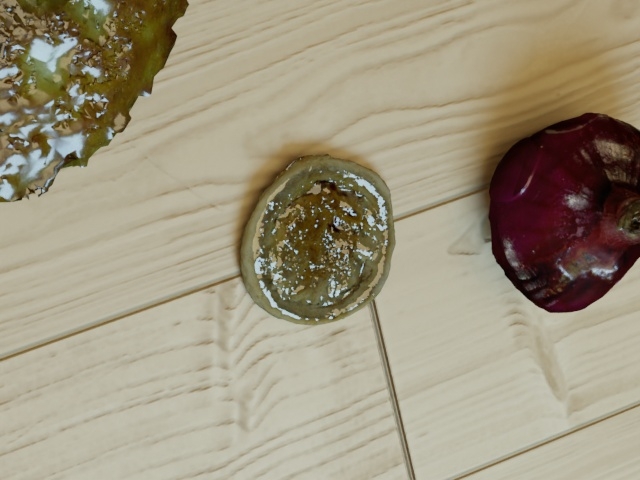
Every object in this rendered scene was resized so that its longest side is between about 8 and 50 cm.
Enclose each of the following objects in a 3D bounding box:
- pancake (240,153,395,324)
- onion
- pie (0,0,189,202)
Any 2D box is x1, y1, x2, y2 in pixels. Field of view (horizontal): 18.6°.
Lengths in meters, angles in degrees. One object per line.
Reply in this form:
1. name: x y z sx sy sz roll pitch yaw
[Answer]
1. pancake: -0.001 0.000 1.641 0.152 0.025 0.151 -6 104 -22
2. onion: 0.218 -0.032 1.642 0.135 0.198 0.173 31 80 -8
3. pie: -0.234 -0.209 1.452 0.288 0.103 0.354 24 86 -26
